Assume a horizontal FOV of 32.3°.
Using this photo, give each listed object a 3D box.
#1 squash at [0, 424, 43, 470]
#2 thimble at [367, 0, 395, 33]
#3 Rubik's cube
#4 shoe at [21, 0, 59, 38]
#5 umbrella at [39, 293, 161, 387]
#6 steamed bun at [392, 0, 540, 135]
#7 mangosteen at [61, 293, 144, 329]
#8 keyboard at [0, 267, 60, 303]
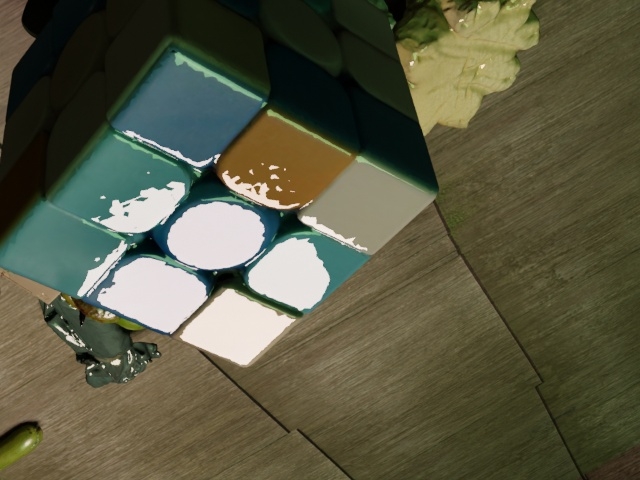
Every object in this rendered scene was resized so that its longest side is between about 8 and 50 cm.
[{"bbox_3d":[-0.584,0.392,2.019,0.183,0.052,0.052,-30,142,10],"label":"squash"},{"bbox_3d":[0.006,-0.267,1.485,0.149,0.185,0.211,-9,177,-18],"label":"thimble"},{"bbox_3d":[-0.126,-0.127,1.230,0.347,0.347,0.344,25,125,-32],"label":"Rubik's cube"},{"bbox_3d":[-0.282,-0.352,1.286,0.137,0.114,0.291,10,126,-45],"label":"shoe"},{"bbox_3d":[-0.374,0.119,1.789,0.143,0.094,0.349,-20,140,1],"label":"umbrella"},{"bbox_3d":[0.173,-0.279,1.621,0.292,0.137,0.295,-34,156,-4],"label":"steamed bun"},{"bbox_3d":[-0.286,0.014,1.612,0.243,0.243,0.243,-16,141,-14],"label":"mangosteen"},{"bbox_3d":[-0.461,0.037,1.639,0.166,0.017,0.055,36,134,-18],"label":"keyboard"}]
